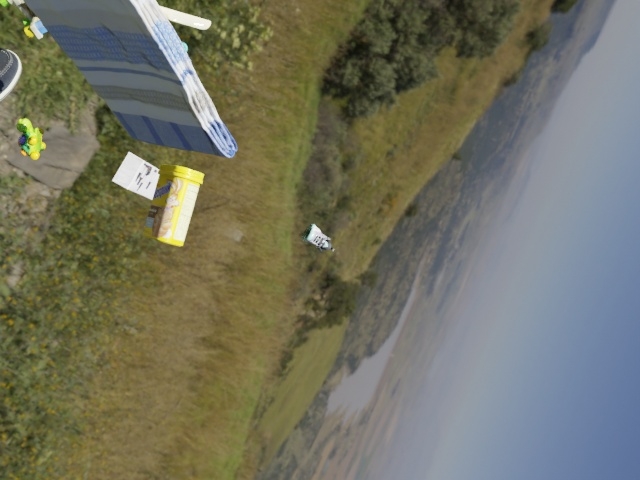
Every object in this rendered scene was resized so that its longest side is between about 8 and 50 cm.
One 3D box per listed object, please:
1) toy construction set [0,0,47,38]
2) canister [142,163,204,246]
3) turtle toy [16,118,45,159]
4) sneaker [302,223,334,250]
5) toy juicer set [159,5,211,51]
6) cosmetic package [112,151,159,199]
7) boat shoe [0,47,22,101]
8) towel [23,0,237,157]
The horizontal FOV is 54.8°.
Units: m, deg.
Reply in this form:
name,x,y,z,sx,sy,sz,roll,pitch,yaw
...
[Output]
name,x,y,z,sx,sy,sz,roll,pitch,yaw
toy construction set,-0.738,-0.653,1.558,0.151,0.327,0.215,-36,146,-3
canister,-0.334,-0.079,1.389,0.073,0.126,0.170,17,87,-40
turtle toy,-0.901,-0.315,1.912,0.095,0.066,0.130,-101,-165,-58
sneaker,0.000,0.000,1.233,0.038,0.069,0.098,-49,-175,8
toy juicer set,-0.450,-0.475,1.571,0.209,0.089,0.329,31,86,-30
cosmetic package,-0.537,-0.187,1.874,0.099,0.060,0.239,-59,173,-2
boat shoe,-1.061,-0.453,1.757,0.500,0.187,0.156,-51,168,-45
towel,-0.234,-0.209,0.742,0.034,0.209,0.285,-61,148,-25
